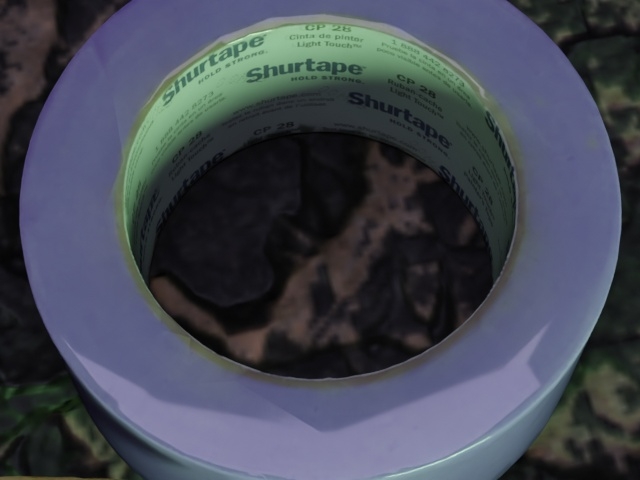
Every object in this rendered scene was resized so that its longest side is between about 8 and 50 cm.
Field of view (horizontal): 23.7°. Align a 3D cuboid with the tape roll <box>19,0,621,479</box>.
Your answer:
[{"bbox_3d":[0.000,0.000,0.510,0.189,0.080,0.189,0,67,-1],"label":"tape roll"}]

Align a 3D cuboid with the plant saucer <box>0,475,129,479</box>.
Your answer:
[{"bbox_3d":[-0.196,0.232,0.407,0.332,0.081,0.333,1,65,2],"label":"plant saucer"}]
